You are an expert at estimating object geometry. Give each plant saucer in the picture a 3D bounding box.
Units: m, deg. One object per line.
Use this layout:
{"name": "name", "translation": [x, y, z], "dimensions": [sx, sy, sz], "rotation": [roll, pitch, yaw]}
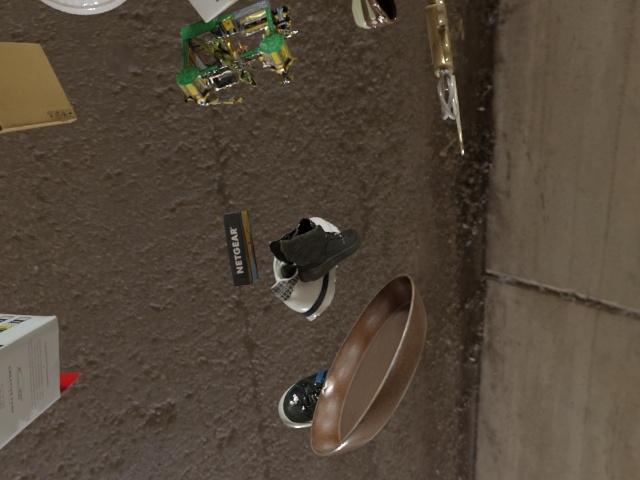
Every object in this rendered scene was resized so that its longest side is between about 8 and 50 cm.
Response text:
{"name": "plant saucer", "translation": [0.044, 0.108, 0.465], "dimensions": [0.029, 0.168, 0.168], "rotation": [29, 77, -5]}

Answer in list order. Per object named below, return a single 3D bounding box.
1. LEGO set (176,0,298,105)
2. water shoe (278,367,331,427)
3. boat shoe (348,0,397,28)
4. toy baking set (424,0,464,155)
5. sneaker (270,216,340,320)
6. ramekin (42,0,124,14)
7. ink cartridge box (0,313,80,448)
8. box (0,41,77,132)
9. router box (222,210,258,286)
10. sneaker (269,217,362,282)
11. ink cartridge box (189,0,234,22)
{"name": "LEGO set", "translation": [-0.198, -0.445, 1.383], "dimensions": [0.331, 0.255, 0.192], "rotation": [-24, 149, 7]}
{"name": "water shoe", "translation": [0.030, 0.220, 0.834], "dimensions": [0.203, 0.073, 0.080], "rotation": [-18, 152, -20]}
{"name": "boat shoe", "translation": [0.095, -0.528, 1.040], "dimensions": [0.095, 0.095, 0.257], "rotation": [-61, 147, -19]}
{"name": "toy baking set", "translation": [0.160, -0.252, 0.727], "dimensions": [0.197, 0.030, 0.256], "rotation": [-67, 146, -60]}
{"name": "sneaker", "translation": [-0.027, 0.025, 0.917], "dimensions": [0.095, 0.235, 0.090], "rotation": [29, 121, -18]}
{"name": "ramekin", "translation": [-0.423, -0.512, 0.933], "dimensions": [0.207, 0.109, 0.207], "rotation": [3, 78, -14]}
{"name": "ink cartridge box", "translation": [-0.524, 0.169, 0.709], "dimensions": [0.272, 0.309, 0.130], "rotation": [-69, 162, -79]}
{"name": "box", "translation": [-0.567, -0.293, 1.021], "dimensions": [0.164, 0.021, 0.201], "rotation": [67, 20, -11]}
{"name": "router box", "translation": [-0.197, 0.018, 1.347], "dimensions": [0.133, 0.046, 0.179], "rotation": [-67, 149, -86]}
{"name": "sneaker", "translation": [-0.002, 0.000, 0.828], "dimensions": [0.170, 0.051, 0.089], "rotation": [-38, 117, -38]}
{"name": "ink cartridge box", "translation": [-0.144, -0.524, 1.016], "dimensions": [0.093, 0.212, 0.154], "rotation": [53, 42, -23]}
